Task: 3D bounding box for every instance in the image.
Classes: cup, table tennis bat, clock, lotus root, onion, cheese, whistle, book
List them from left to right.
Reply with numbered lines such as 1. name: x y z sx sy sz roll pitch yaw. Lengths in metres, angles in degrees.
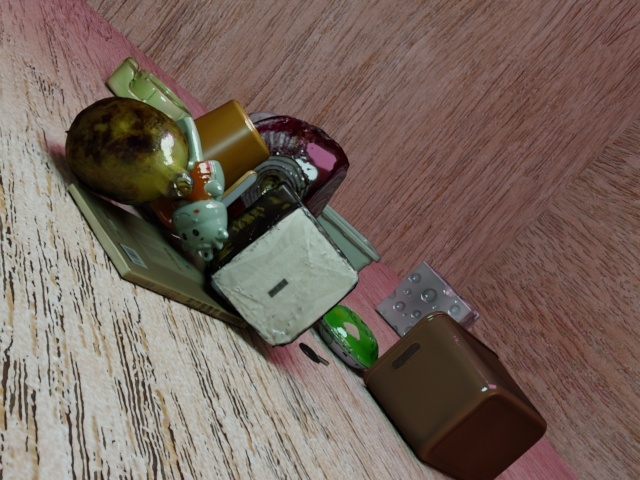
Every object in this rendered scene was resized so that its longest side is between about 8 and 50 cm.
1. lotus root: -0.309 -0.145 1.298 0.314 0.169 0.141 25 -19 36
2. clock: -0.465 -0.388 2.303 0.308 0.096 0.235 43 6 -20
3. book: -0.256 0.031 1.305 0.217 0.021 0.310 48 8 35
4. whistle: -0.215 -0.088 1.380 0.106 0.101 0.253 66 14 -83
5. cup: -0.227 -0.130 1.508 0.226 0.264 0.182 58 0 36
6. onion: -0.117 -0.126 1.796 0.260 0.337 0.282 38 13 3
7. table tennis bat: -0.012 0.229 1.600 0.083 0.007 0.050 37 9 -36
8. cheese: 0.030 0.183 1.810 0.320 0.083 0.204 46 8 -8

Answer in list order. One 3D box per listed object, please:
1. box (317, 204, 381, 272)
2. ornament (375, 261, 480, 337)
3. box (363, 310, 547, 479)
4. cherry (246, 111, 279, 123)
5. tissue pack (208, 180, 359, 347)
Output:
1. box: 0.000 0.000 2.327 0.312 0.182 0.175 42 6 -21
2. ornament: 0.378 0.252 2.798 0.239 0.240 0.240 48 7 21
3. box: 0.302 0.353 1.739 0.339 0.239 0.229 37 12 -45
4. cherry: -0.150 -0.190 2.088 0.326 0.291 0.335 26 -17 47
5. tissue pack: -0.074 0.038 1.474 0.198 0.210 0.370 54 0 -13
